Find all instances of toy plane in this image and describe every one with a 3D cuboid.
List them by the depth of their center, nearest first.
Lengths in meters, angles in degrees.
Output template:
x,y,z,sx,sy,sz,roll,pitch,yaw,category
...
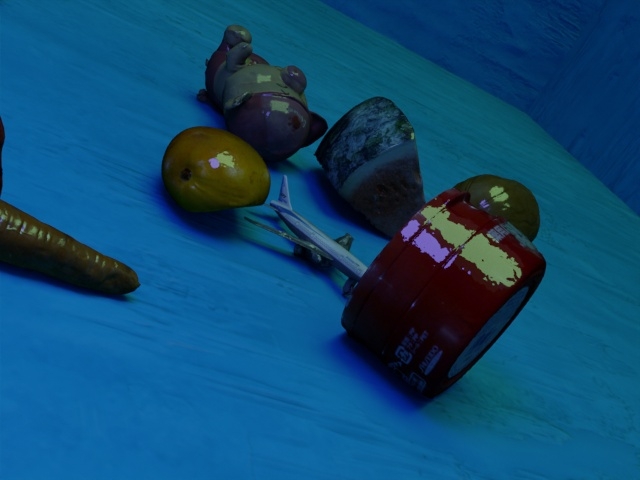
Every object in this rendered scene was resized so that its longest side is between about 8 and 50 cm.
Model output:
x,y,z,sx,sy,sz,roll,pitch,yaw,category
-0.003,0.002,1.282,0.226,0.058,0.226,8,35,-52,toy plane

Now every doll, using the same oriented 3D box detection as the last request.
x,y,z,sx,sy,sz,roll,pitch,yaw,category
-0.093,-0.232,1.561,0.196,0.152,0.256,5,36,-29,doll

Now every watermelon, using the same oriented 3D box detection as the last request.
x,y,z,sx,sy,sz,roll,pitch,yaw,category
0.078,-0.109,1.581,0.226,0.148,0.318,64,-5,-2,watermelon

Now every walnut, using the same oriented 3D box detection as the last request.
x,y,z,sx,sy,sz,roll,pitch,yaw,category
0.300,-0.038,1.677,0.167,0.167,0.207,42,21,23,walnut

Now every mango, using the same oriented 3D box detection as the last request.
x,y,z,sx,sy,sz,roll,pitch,yaw,category
-0.131,-0.096,1.231,0.141,0.102,0.217,6,11,2,mango

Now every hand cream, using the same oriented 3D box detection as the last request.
x,y,z,sx,sy,sz,roll,pitch,yaw,category
0.147,0.065,1.122,0.149,0.230,0.230,43,22,16,hand cream

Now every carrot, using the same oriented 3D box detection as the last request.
x,y,z,sx,sy,sz,roll,pitch,yaw,category
-0.261,0.007,0.887,0.210,0.061,0.061,26,21,-30,carrot

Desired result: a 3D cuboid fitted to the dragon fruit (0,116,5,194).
x,y,z,sx,sy,sz,roll,pitch,yaw,category
-0.421,-0.146,0.882,0.262,0.134,0.211,16,19,-38,dragon fruit
